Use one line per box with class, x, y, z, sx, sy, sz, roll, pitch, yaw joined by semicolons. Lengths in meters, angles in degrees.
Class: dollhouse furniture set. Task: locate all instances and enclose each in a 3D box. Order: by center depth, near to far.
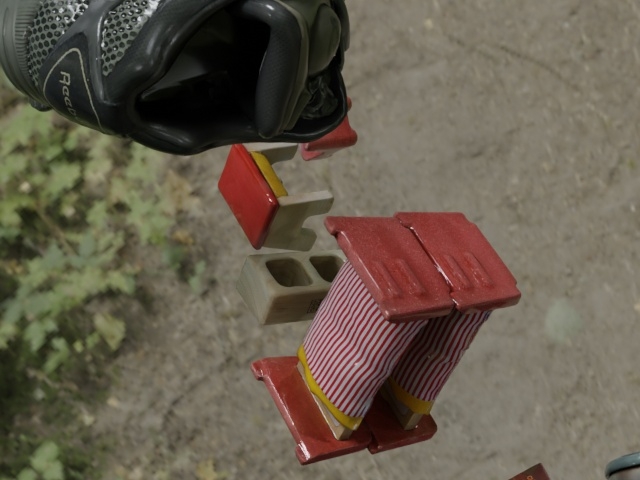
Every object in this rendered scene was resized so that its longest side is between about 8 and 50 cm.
dollhouse furniture set;0.000;0.000;1.278;0.152;0.201;0.374;-4;44;-34

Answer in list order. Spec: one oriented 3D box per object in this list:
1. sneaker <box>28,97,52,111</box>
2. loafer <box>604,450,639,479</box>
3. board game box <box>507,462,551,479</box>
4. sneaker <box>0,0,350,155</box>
sneaker;-0.152;-0.162;1.153;0.283;0.124;0.107;-11;75;57
loafer;0.306;0.234;1.187;0.096;0.267;0.084;-12;70;15
board game box;0.175;0.307;1.149;0.145;0.027;0.281;-28;29;1
sneaker;-0.003;-0.108;0.538;0.227;0.087;0.130;-36;46;-22
